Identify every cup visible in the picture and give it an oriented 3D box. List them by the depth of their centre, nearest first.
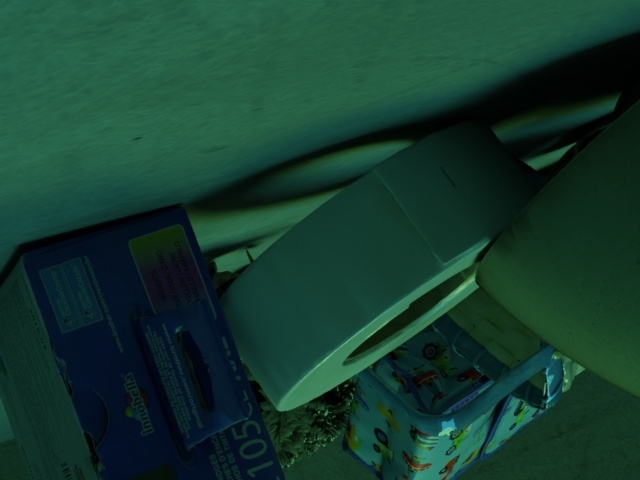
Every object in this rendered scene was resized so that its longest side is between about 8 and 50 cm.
[{"bbox_3d":[0.323,0.015,1.375,0.331,0.237,0.331,-37,168,-10],"label":"cup"}]

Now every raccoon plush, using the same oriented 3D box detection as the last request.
[{"bbox_3d":[0.050,0.174,2.338,0.446,0.216,0.299,0,-170,34],"label":"raccoon plush"}]

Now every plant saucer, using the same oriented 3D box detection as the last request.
[{"bbox_3d":[0.306,-0.134,1.497,0.119,0.021,0.119,-18,174,-2],"label":"plant saucer"}]

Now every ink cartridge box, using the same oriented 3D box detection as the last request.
[{"bbox_3d":[-0.161,0.139,1.458,0.151,0.270,0.395,-19,175,-18],"label":"ink cartridge box"}]

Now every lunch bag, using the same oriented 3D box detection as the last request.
[{"bbox_3d":[0.191,0.168,2.053,0.293,0.138,0.221,-23,147,-26],"label":"lunch bag"}]

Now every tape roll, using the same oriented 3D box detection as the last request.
[{"bbox_3d":[0.053,0.022,1.443,0.286,0.100,0.286,-34,170,-7],"label":"tape roll"}]

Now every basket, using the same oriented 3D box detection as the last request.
[{"bbox_3d":[0.143,0.055,1.676,0.289,0.201,0.255,-34,-138,-20],"label":"basket"}]

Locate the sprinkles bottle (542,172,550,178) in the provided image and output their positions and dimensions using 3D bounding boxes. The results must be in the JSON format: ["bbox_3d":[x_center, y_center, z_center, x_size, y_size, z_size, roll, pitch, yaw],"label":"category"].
[{"bbox_3d":[0.294,-0.029,1.918,0.121,0.121,0.355,-12,172,-38],"label":"sprinkles bottle"}]

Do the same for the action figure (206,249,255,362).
[{"bbox_3d":[-0.147,0.092,1.748,0.285,0.099,0.185,-7,-154,-3],"label":"action figure"}]

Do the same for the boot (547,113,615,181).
[{"bbox_3d":[0.269,-0.082,1.698,0.086,0.069,0.190,-3,158,-40],"label":"boot"}]
